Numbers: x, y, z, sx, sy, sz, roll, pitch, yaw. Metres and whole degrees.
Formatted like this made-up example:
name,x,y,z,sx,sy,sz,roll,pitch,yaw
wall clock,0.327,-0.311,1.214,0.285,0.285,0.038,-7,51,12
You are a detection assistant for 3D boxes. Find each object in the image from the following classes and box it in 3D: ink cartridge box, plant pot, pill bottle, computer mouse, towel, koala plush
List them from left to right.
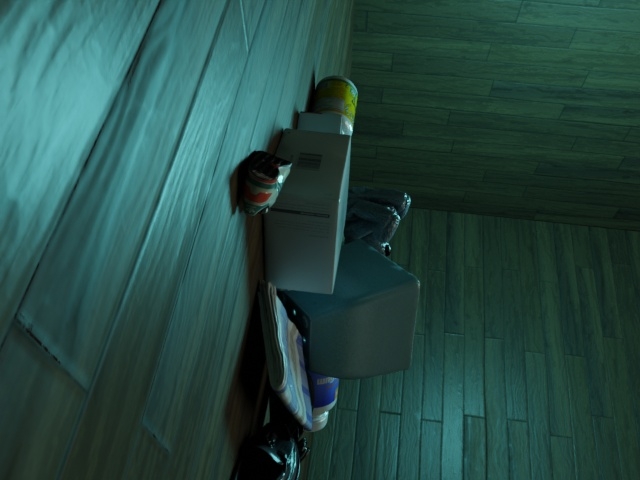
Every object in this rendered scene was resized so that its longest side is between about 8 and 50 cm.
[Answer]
name,x,y,z,sx,sy,sz,roll,pitch,yaw
towel,-0.059,0.224,1.129,0.285,0.034,0.209,71,6,-57
computer mouse,-0.062,0.386,1.303,0.188,0.072,0.272,-46,-153,36
pill bottle,-0.026,0.366,1.596,0.152,0.152,0.272,-73,168,-68
ink cartridge box,0.000,-0.245,1.402,0.135,0.099,0.056,83,13,-76
pill bottle,0.031,-0.322,1.570,0.117,0.118,0.208,90,7,-54
plant pot,0.046,0.175,1.386,0.247,0.252,0.247,37,-47,50
koala plush,0.115,-0.013,1.585,0.196,0.203,0.221,-52,149,-56

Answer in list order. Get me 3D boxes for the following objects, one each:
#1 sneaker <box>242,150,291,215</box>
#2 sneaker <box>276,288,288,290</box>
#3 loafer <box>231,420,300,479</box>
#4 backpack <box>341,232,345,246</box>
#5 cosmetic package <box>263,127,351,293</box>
name,x,y,z,sx,sy,sz,roll,pitch,yaw
sneaker,-0.086,-0.083,0.890,0.161,0.057,0.075,-75,-173,-72
sneaker,-0.066,0.053,1.234,0.144,0.059,0.053,-80,172,-49
loafer,-0.099,0.407,1.043,0.302,0.109,0.095,-68,159,-66
backpack,0.044,0.017,1.769,0.166,0.189,0.144,89,9,-56
cosmetic package,-0.022,-0.057,1.143,0.224,0.138,0.224,-78,174,-50
